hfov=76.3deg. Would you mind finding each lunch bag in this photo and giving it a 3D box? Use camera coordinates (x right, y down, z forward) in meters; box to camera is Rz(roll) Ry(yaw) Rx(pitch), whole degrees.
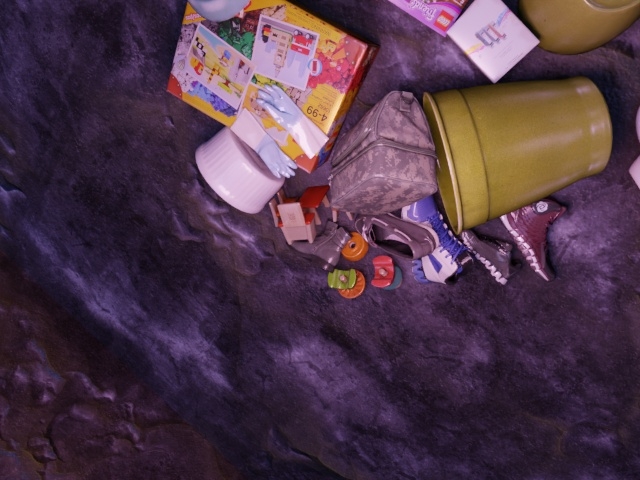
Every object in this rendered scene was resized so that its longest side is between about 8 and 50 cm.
[{"bbox_3d":[0.156,-0.225,1.106,0.212,0.305,0.256,8,76,-20],"label":"lunch bag"}]

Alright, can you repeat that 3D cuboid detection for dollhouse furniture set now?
[{"bbox_3d":[-0.039,-0.112,1.267,0.262,0.259,0.135,-4,121,20],"label":"dollhouse furniture set"}]

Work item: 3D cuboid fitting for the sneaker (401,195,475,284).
[{"bbox_3d":[0.363,0.006,1.209,0.182,0.127,0.315,17,130,51],"label":"sneaker"}]

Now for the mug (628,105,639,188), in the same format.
[{"bbox_3d":[0.884,-0.213,0.904,0.328,0.276,0.374,-33,69,36],"label":"mug"}]

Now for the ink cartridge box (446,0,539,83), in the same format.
[{"bbox_3d":[0.418,-0.499,1.002,0.176,0.128,0.127,46,120,-3],"label":"ink cartridge box"}]

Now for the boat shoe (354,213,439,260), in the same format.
[{"bbox_3d":[0.195,-0.019,1.220,0.335,0.095,0.112,19,134,52],"label":"boat shoe"}]

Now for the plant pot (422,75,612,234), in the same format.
[{"bbox_3d":[0.469,-0.232,1.000,0.353,0.366,0.366,-14,108,13],"label":"plant pot"}]

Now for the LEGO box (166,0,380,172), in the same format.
[{"bbox_3d":[-0.142,-0.491,1.173,0.500,0.193,0.372,30,119,6],"label":"LEGO box"}]

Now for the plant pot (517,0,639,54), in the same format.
[{"bbox_3d":[0.569,-0.533,0.837,0.275,0.293,0.275,8,115,17],"label":"plant pot"}]

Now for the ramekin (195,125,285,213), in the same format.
[{"bbox_3d":[-0.239,-0.234,1.284,0.135,0.277,0.277,-38,96,22],"label":"ramekin"}]

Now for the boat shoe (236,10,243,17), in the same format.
[{"bbox_3d":[-0.200,-0.627,1.004,0.043,0.049,0.137,4,116,-29],"label":"boat shoe"}]

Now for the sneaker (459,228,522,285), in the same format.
[{"bbox_3d":[0.517,0.024,1.230,0.234,0.078,0.106,45,117,-7],"label":"sneaker"}]

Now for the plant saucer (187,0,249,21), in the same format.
[{"bbox_3d":[-0.247,-0.697,0.963,0.317,0.043,0.317,7,102,34],"label":"plant saucer"}]

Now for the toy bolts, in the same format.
[{"bbox_3d":[0.170,0.095,1.383,0.228,0.158,0.218,3,73,29],"label":"toy bolts"}]

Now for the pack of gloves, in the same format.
[{"bbox_3d":[-0.124,-0.291,1.117,0.232,0.046,0.195,46,119,-4],"label":"pack of gloves"}]

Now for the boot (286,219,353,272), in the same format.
[{"bbox_3d":[0.000,0.000,1.400,0.246,0.083,0.161,26,87,43],"label":"boot"}]

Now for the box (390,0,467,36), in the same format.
[{"bbox_3d":[0.238,-0.658,0.969,0.293,0.057,0.201,20,122,-20],"label":"box"}]

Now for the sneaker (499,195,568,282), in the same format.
[{"bbox_3d":[0.634,-0.022,1.149,0.162,0.106,0.281,-33,98,26],"label":"sneaker"}]
